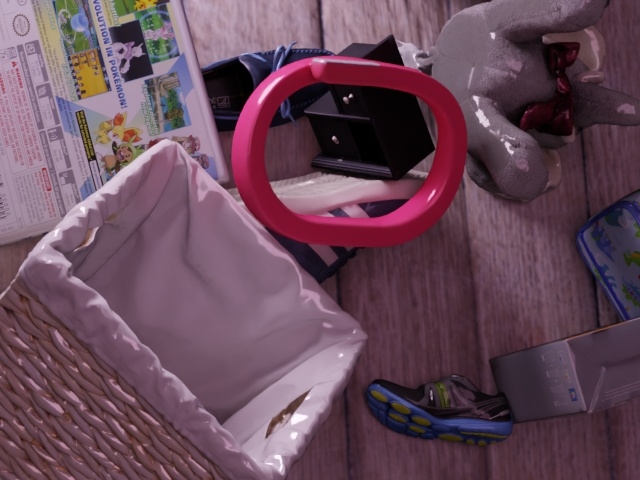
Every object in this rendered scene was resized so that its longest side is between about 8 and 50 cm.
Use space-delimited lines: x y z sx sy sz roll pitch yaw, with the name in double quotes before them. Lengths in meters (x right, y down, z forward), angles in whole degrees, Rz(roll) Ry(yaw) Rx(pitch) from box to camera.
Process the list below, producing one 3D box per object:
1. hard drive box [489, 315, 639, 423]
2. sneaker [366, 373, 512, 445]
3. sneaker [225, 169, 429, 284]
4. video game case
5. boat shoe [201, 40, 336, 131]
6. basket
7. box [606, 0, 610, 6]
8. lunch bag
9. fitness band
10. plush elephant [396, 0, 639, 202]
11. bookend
"hard drive box" 0.334 0.151 1.816 0.181 0.232 0.089 -14 84 -19
"sneaker" 0.144 0.199 1.849 0.188 0.067 0.078 12 56 -12
"sneaker" 0.000 0.000 1.817 0.350 0.131 0.148 -10 104 -23
"video game case" -0.290 -0.185 1.751 0.300 0.036 0.329 -16 84 2
"boat shoe" -0.085 -0.175 1.828 0.258 0.089 0.109 -21 87 -18
"basket" -0.182 0.127 1.589 0.331 0.266 0.328 46 30 -5
"box" 0.241 -0.403 1.921 0.270 0.143 0.165 15 90 -13
"lunch bag" 0.422 0.047 1.891 0.090 0.176 0.219 -29 86 -20
"fitness band" 0.035 -0.097 1.680 0.290 0.054 0.209 3 104 -33
"plush elephant" 0.272 -0.181 1.856 0.255 0.330 0.272 11 93 -34
"bookend" 0.037 -0.162 1.792 0.072 0.156 0.157 -39 122 -29
